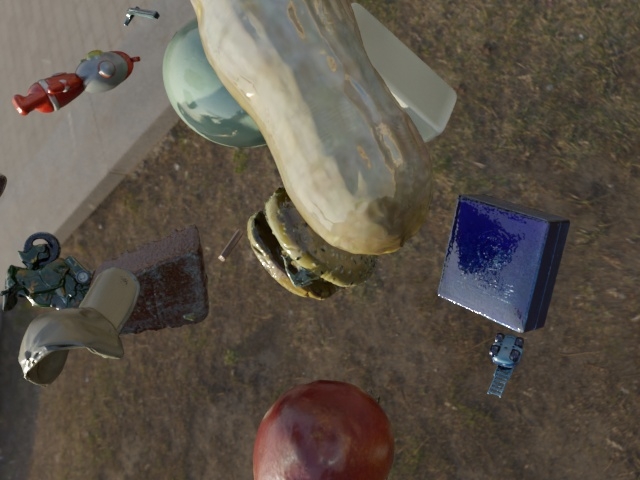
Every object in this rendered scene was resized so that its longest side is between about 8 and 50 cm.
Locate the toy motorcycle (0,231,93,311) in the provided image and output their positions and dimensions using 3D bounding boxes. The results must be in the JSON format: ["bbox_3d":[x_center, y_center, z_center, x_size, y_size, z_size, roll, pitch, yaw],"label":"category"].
[{"bbox_3d":[-0.585,0.126,1.358,0.275,0.125,0.187,45,80,-4],"label":"toy motorcycle"}]

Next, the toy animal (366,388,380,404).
[{"bbox_3d":[0.016,0.354,1.287,0.220,0.069,0.086,-20,95,18],"label":"toy animal"}]

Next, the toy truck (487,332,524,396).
[{"bbox_3d":[0.387,0.260,1.298,0.063,0.136,0.074,12,130,30],"label":"toy truck"}]

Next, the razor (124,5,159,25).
[{"bbox_3d":[-0.475,-0.598,1.623,0.190,0.033,0.066,26,81,48],"label":"razor"}]

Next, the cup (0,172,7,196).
[{"bbox_3d":[-0.868,-0.109,1.376,0.200,0.191,0.253,37,115,-9],"label":"cup"}]

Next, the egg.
[{"bbox_3d":[-0.183,-0.342,1.304,0.389,0.276,0.276,33,108,43],"label":"egg"}]

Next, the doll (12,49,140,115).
[{"bbox_3d":[-0.451,-0.298,1.148,0.142,0.245,0.076,22,140,62],"label":"doll"}]

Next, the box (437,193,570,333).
[{"bbox_3d":[0.444,0.049,1.523,0.261,0.116,0.278,23,112,44],"label":"box"}]

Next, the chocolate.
[{"bbox_3d":[-0.006,-0.129,0.518,0.134,0.134,0.309,-32,90,35],"label":"chocolate"}]

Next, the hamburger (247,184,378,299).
[{"bbox_3d":[0.000,0.000,1.481,0.195,0.318,0.276,-34,77,41],"label":"hamburger"}]

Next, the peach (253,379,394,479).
[{"bbox_3d":[-0.003,0.318,0.902,0.200,0.243,0.243,32,109,18],"label":"peach"}]

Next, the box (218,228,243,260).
[{"bbox_3d":[-0.289,0.015,1.995,0.115,0.025,0.048,-58,13,-21],"label":"box"}]

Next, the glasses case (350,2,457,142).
[{"bbox_3d":[0.146,-0.348,1.292,0.070,0.313,0.131,-24,35,56],"label":"glasses case"}]

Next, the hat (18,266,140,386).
[{"bbox_3d":[-0.299,0.092,0.743,0.147,0.085,0.175,-27,35,25],"label":"hat"}]

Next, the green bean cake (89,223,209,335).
[{"bbox_3d":[-0.346,0.086,1.250,0.097,0.233,0.198,-115,16,-61],"label":"green bean cake"}]
